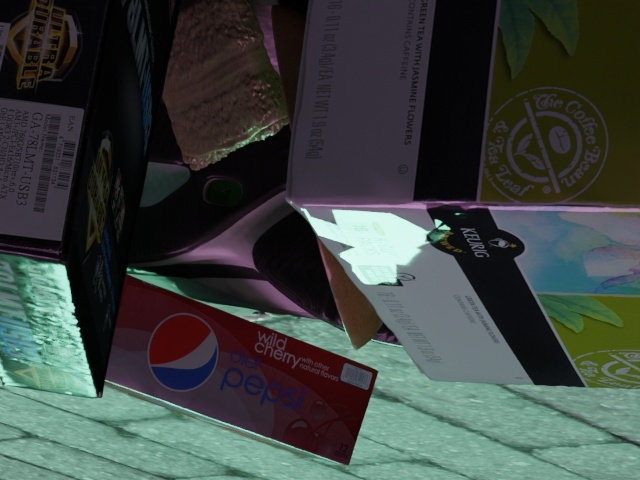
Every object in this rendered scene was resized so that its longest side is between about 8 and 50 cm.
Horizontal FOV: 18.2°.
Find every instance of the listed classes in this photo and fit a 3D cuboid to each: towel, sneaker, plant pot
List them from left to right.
[{"bbox_3d":[-0.071,-0.112,1.352,0.027,0.110,0.148,-19,179,-29],"label":"towel"},{"bbox_3d":[0.000,-0.001,1.608,0.447,0.169,0.257,12,171,14],"label":"sneaker"},{"bbox_3d":[0.011,-0.045,1.329,0.032,0.236,0.236,-13,158,4],"label":"plant pot"}]

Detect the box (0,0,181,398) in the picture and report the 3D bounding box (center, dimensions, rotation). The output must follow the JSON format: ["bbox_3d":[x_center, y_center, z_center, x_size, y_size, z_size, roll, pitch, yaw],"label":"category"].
[{"bbox_3d":[-0.141,-0.085,1.163,0.073,0.293,0.295,10,161,1],"label":"box"}]

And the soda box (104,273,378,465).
[{"bbox_3d":[-0.092,0.095,1.550,0.263,0.083,0.092,23,170,-28],"label":"soda box"}]

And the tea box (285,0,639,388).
[{"bbox_3d":[0.188,-0.057,1.206,0.323,0.220,0.329,0,159,18],"label":"tea box"}]
